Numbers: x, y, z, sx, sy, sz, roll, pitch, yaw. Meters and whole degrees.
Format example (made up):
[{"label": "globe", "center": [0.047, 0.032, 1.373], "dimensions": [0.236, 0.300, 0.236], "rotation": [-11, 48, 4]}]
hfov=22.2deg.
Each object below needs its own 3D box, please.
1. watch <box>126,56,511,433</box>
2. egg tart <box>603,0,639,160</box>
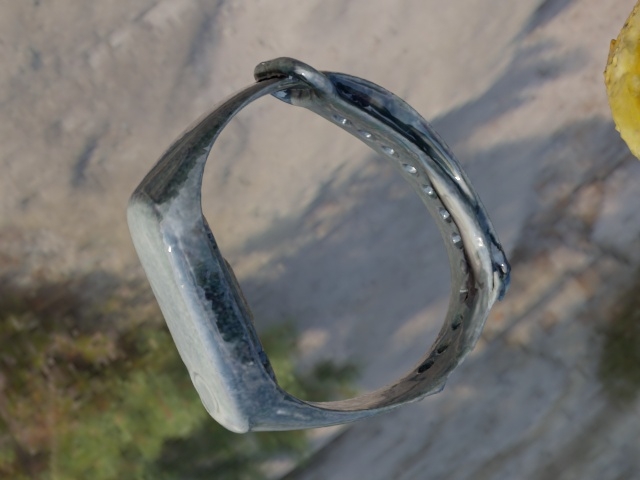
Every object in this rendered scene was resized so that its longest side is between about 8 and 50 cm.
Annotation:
[{"label": "watch", "center": [0.000, 0.000, 0.905], "dimensions": [0.193, 0.206, 0.068], "rotation": [-27, -169, -21]}, {"label": "egg tart", "center": [0.226, -0.067, 0.754], "dimensions": [0.191, 0.191, 0.074], "rotation": [-35, 146, -8]}]
